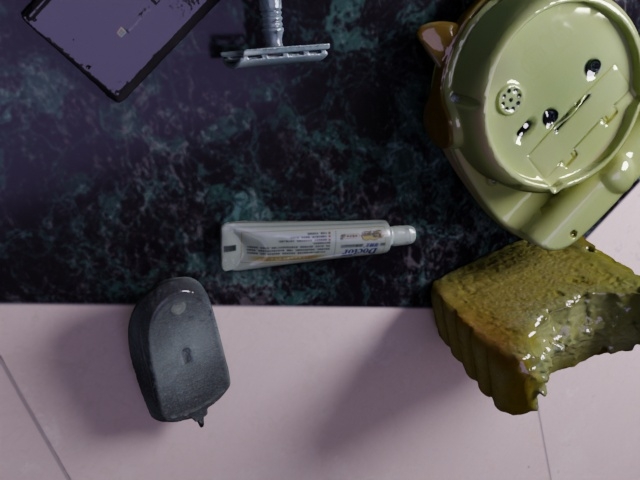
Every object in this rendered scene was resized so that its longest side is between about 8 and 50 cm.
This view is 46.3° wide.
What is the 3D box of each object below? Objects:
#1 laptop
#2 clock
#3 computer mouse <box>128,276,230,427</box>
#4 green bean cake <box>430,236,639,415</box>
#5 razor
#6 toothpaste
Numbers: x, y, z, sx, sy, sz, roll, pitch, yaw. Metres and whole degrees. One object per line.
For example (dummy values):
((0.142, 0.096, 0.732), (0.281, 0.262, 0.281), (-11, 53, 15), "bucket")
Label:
((-0.192, -0.254, 0.779), (0.197, 0.016, 0.135), (-47, 120, 1), "laptop")
((0.275, -0.183, 0.932), (0.286, 0.117, 0.348), (-47, 119, 0), "clock")
((-0.172, 0.132, 0.908), (0.113, 0.068, 0.229), (-23, 128, -26), "computer mouse")
((0.292, 0.106, 0.988), (0.236, 0.233, 0.124), (-23, 122, -11), "green bean cake")
((-0.057, -0.303, 0.793), (0.106, 0.068, 0.232), (-11, 105, -28), "razor")
((0.000, 0.000, 0.940), (0.255, 0.037, 0.067), (-5, 117, -16), "toothpaste")
